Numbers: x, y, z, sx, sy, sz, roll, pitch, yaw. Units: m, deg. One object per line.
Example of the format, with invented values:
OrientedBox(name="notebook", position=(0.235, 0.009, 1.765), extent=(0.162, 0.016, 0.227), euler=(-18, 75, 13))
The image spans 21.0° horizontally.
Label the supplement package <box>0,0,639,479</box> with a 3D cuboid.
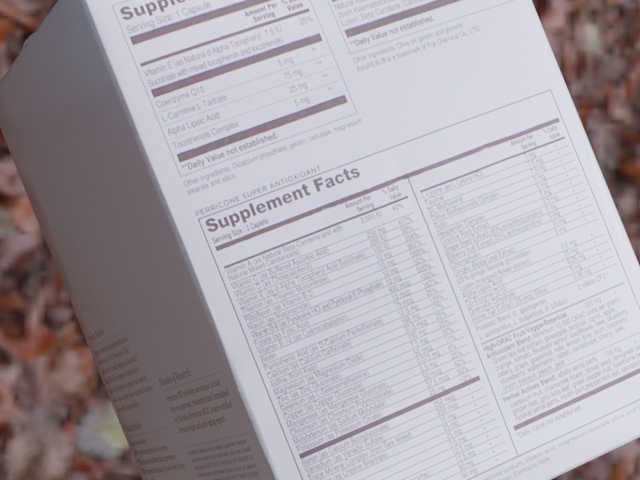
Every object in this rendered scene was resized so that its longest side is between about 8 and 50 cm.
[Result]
OrientedBox(name="supplement package", position=(0.000, 0.000, 0.797), extent=(0.198, 0.199, 0.263), euler=(-21, 88, -23))
